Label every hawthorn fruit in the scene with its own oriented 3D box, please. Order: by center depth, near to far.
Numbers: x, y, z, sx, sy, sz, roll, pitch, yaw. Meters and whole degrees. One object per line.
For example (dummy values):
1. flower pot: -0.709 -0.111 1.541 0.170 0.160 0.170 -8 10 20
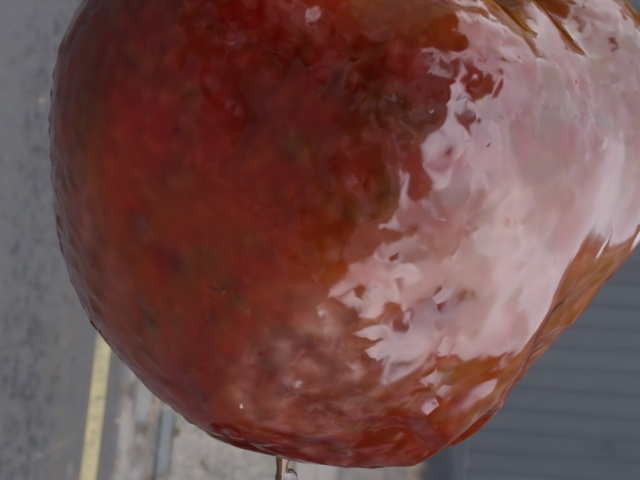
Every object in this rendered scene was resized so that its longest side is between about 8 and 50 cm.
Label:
1. hawthorn fruit: 0.000 0.000 0.519 0.207 0.207 0.243 -56 163 -59
